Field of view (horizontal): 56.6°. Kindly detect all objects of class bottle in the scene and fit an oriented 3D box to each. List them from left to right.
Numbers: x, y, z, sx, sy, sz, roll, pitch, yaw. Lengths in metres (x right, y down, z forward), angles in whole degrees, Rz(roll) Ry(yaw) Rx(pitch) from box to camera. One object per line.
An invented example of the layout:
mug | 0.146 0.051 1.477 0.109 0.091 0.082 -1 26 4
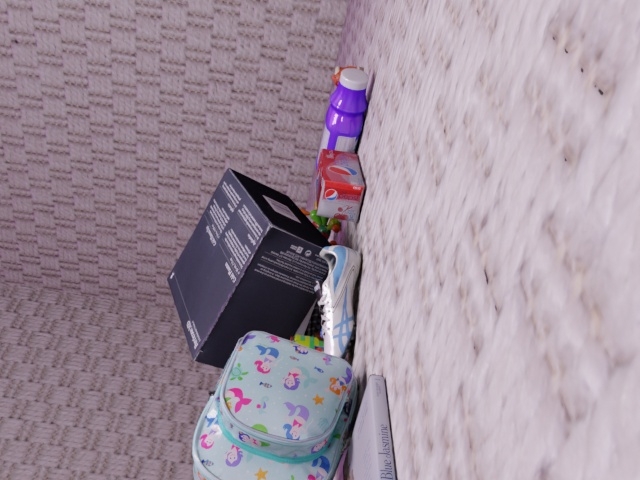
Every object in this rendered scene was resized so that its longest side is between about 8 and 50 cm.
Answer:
bottle | 0.055 -0.279 1.456 0.118 0.092 0.283 -86 8 -47

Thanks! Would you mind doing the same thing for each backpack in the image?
backpack | -0.067 0.275 0.875 0.191 0.225 0.253 101 -170 -47

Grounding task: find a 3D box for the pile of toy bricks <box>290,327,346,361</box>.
pile of toy bricks | -0.010 0.211 1.167 0.212 0.105 0.118 -87 8 -57

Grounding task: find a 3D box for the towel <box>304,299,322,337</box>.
towel | -0.083 0.221 1.401 0.283 0.121 0.235 -43 30 42

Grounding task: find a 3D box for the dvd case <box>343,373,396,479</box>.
dvd case | 0.055 0.310 0.698 0.253 0.022 0.180 -89 10 -60

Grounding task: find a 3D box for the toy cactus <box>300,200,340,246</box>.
toy cactus | 0.000 0.000 1.611 0.219 0.112 0.181 -108 17 -62

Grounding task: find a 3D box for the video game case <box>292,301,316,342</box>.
video game case | -0.084 0.152 1.308 0.206 0.026 0.227 13 81 58

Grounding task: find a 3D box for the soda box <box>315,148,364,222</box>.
soda box | 0.040 -0.130 1.328 0.263 0.092 0.083 -92 12 -66

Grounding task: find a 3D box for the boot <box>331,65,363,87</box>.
boot | 0.070 -0.418 1.617 0.059 0.084 0.158 108 169 -50

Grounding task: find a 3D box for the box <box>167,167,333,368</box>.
box | -0.160 0.061 1.284 0.313 0.179 0.343 -58 32 12

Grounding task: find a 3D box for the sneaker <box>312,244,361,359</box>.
sneaker | 0.023 0.122 1.084 0.085 0.086 0.237 114 164 -65
